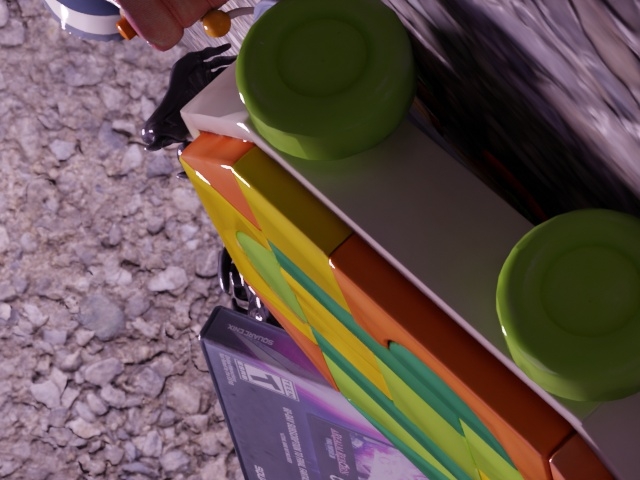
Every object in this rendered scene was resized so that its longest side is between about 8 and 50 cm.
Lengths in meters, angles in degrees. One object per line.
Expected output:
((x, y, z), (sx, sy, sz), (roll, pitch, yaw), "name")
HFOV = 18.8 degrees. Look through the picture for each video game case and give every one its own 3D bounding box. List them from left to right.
((0.078, 0.132, 0.957), (0.274, 0.026, 0.196), (21, 153, 18), "video game case")

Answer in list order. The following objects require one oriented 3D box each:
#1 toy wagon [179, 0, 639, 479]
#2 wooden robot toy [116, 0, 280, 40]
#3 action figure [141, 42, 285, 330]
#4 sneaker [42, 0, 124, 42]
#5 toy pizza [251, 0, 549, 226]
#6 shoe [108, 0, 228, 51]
((0.085, 0.065, 0.667), (0.344, 0.068, 0.267), (43, 169, 27), "toy wagon")
((-0.081, -0.141, 1.000), (0.173, 0.079, 0.076), (49, 179, 6), "wooden robot toy")
((0.000, 0.000, 1.112), (0.276, 0.141, 0.164), (60, -177, 37), "action figure")
((-0.201, -0.275, 1.236), (0.319, 0.112, 0.131), (46, 161, 21), "sneaker")
((0.046, -0.027, 0.804), (0.201, 0.032, 0.201), (48, 173, 8), "toy pizza")
((-0.080, -0.148, 0.673), (0.178, 0.081, 0.063), (49, 179, 19), "shoe")
